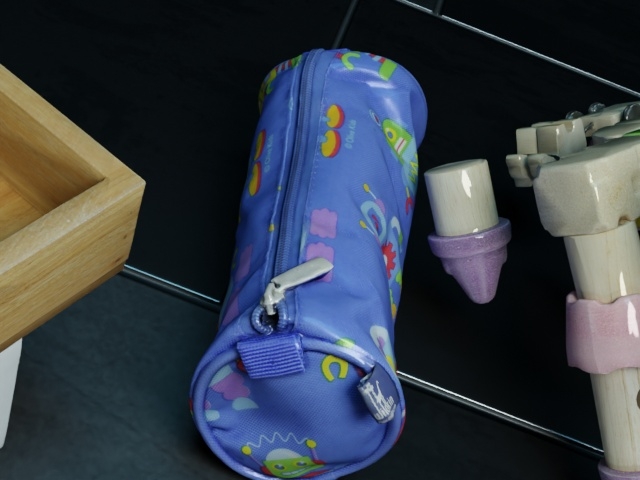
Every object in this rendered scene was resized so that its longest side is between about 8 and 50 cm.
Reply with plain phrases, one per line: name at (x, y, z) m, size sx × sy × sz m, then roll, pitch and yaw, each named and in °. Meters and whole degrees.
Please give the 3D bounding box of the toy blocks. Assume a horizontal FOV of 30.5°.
toy blocks at (0.248, 0.048, 0.753) m, size 0.288 × 0.309 × 0.260 m, roll -21°, pitch 102°, yaw -36°

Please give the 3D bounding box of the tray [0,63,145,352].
tray at (-0.288, 0.031, 0.464) m, size 0.203 × 0.076 × 0.411 m, roll 38°, pitch 48°, yaw 15°

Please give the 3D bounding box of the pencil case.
pencil case at (0.000, 0.000, 0.722) m, size 0.119 × 0.133 × 0.306 m, roll -3°, pitch 42°, yaw 11°

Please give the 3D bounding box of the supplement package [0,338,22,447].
supplement package at (-0.250, 0.041, 0.595) m, size 0.179 × 0.105 × 0.105 m, roll 43°, pitch 46°, yaw 20°
